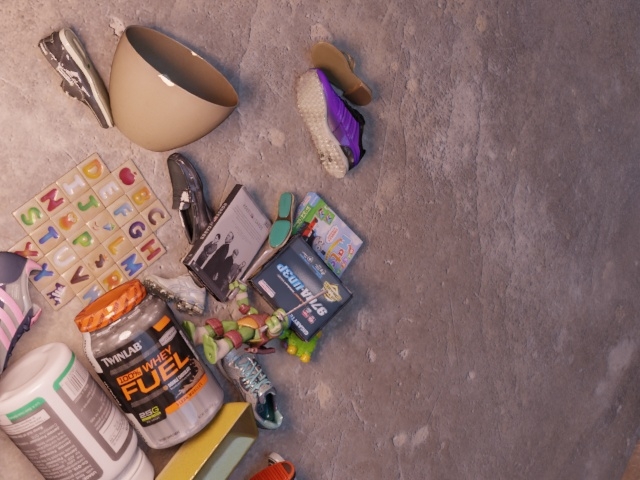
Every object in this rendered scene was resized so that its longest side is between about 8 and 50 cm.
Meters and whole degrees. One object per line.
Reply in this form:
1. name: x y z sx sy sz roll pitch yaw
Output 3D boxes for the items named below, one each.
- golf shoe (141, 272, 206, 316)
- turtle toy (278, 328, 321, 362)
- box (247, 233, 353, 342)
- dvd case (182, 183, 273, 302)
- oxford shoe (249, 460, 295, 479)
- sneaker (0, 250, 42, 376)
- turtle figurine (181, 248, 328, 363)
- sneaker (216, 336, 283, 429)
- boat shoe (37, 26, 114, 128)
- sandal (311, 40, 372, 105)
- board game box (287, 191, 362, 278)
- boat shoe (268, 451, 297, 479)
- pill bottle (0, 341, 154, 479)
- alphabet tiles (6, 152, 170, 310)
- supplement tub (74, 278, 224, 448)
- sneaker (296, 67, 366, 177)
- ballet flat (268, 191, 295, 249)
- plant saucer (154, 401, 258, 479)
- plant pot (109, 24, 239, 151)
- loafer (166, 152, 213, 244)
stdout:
1. golf shoe: -0.343 0.109 1.943 0.176 0.069 0.086 36 56 -38
2. turtle toy: -0.064 0.254 2.139 0.130 0.066 0.095 36 71 -31
3. box: -0.050 0.120 2.083 0.175 0.051 0.220 -44 102 -15
4. dvd case: -0.219 0.008 1.992 0.239 0.029 0.179 -58 143 -21
5. oxford shoe: -0.151 0.672 2.078 0.271 0.097 0.098 -46 127 0
6. sneaker: -0.628 0.175 1.659 0.131 0.112 0.319 11 69 -34
7. turtle figurine: -0.175 0.161 1.918 0.266 0.275 0.198 -20 64 -37
8. sneaker: -0.163 0.345 2.040 0.110 0.122 0.283 -33 111 -28
9. boat shoe: -0.520 -0.341 1.778 0.079 0.084 0.233 -23 119 7
10. sandal: 0.056 -0.460 2.182 0.240 0.088 0.079 42 38 -37
11. board game box: 0.000 0.000 2.182 0.211 0.039 0.160 45 69 -30
12. boat shoe: -0.097 0.653 2.138 0.070 0.078 0.219 -31 112 -31
13. pill bottle: -0.520 0.410 1.741 0.204 0.204 0.361 -42 115 -26
14. alphabet tiles: -0.507 -0.016 1.837 0.342 0.011 0.285 -43 116 -25
15. supplement tub: -0.376 0.266 1.803 0.207 0.207 0.338 -38 106 -27
16. sneaker: 0.041 -0.324 2.159 0.146 0.102 0.293 -35 117 -33
17. ballet flat: -0.089 -0.044 2.086 0.052 0.057 0.168 59 39 -56
18. plant saucer: -0.281 0.528 1.911 0.081 0.333 0.333 33 68 14
19. plant pot: -0.348 -0.306 1.800 0.284 0.284 0.191 24 114 -34
20. loafer: -0.313 -0.095 1.929 0.078 0.076 0.223 -34 116 -37
